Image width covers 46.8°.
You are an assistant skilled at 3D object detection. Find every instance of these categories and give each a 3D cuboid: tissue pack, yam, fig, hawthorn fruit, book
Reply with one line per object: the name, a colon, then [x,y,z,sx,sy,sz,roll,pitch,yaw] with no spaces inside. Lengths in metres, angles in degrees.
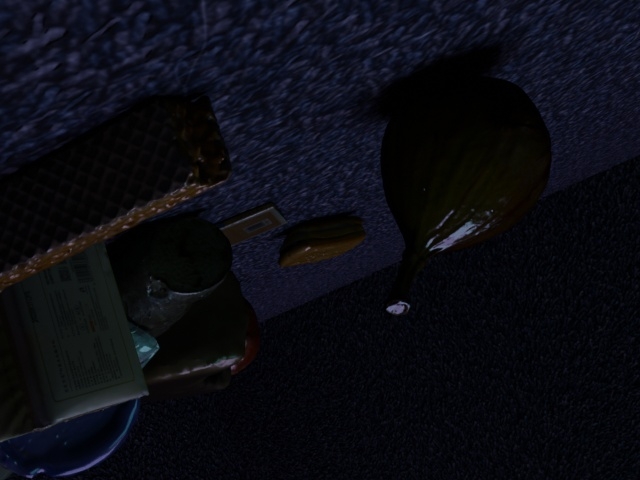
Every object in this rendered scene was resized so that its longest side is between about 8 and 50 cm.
tissue pack: [-0.333,0.109,0.918,0.125,0.234,0.159,-24,171,32]
yam: [-0.258,0.066,1.152,0.154,0.153,0.254,-13,166,-43]
fig: [0.139,-0.050,0.897,0.320,0.217,0.217,-57,-173,-24]
hawthorn fruit: [-0.291,0.256,2.062,0.242,0.241,0.272,-19,-178,-14]
book: [-0.182,-0.005,1.318,0.242,0.018,0.170,-22,171,2]

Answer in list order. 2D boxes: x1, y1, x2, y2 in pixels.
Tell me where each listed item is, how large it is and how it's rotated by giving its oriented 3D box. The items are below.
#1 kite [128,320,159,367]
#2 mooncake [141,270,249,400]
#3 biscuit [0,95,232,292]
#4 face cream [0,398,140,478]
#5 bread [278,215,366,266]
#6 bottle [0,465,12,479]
kite: [-0.347,0.128,1.071,0.141,0.245,0.015,-41,-149,-15]
mooncake: [-0.287,0.202,1.596,0.394,0.246,0.393,-26,165,29]
biscuit: [-0.263,-0.024,0.719,0.379,0.094,0.054,-23,172,18]
face cream: [-0.432,0.232,1.193,0.249,0.248,0.225,-17,-161,-23]
bread: [0.000,0.000,1.600,0.201,0.077,0.116,-11,169,-44]
bottle: [-0.697,0.403,1.713,0.347,0.168,0.168,-44,165,17]
